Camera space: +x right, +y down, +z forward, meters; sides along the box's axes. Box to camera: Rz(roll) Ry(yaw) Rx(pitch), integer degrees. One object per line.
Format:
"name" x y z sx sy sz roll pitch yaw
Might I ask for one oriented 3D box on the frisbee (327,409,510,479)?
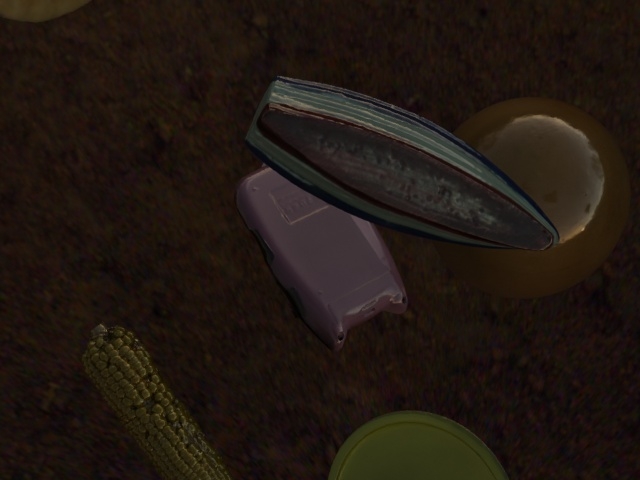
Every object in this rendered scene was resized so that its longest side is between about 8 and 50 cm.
"frisbee" 0.110 0.302 1.256 0.235 0.017 0.236 3 96 28

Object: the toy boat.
"toy boat" 0.062 -0.040 0.760 0.228 0.046 0.080 25 99 -7

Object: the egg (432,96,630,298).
"egg" 0.311 -0.060 1.751 0.301 0.374 0.301 1 78 -3

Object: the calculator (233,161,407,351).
"calculator" 0.000 0.000 1.621 0.194 0.043 0.294 -26 80 -35

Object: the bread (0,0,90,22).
"bread" -0.105 -0.214 0.423 0.054 0.316 0.316 37 78 23

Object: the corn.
"corn" -0.221 0.247 1.565 0.097 0.097 0.320 -36 82 -7
